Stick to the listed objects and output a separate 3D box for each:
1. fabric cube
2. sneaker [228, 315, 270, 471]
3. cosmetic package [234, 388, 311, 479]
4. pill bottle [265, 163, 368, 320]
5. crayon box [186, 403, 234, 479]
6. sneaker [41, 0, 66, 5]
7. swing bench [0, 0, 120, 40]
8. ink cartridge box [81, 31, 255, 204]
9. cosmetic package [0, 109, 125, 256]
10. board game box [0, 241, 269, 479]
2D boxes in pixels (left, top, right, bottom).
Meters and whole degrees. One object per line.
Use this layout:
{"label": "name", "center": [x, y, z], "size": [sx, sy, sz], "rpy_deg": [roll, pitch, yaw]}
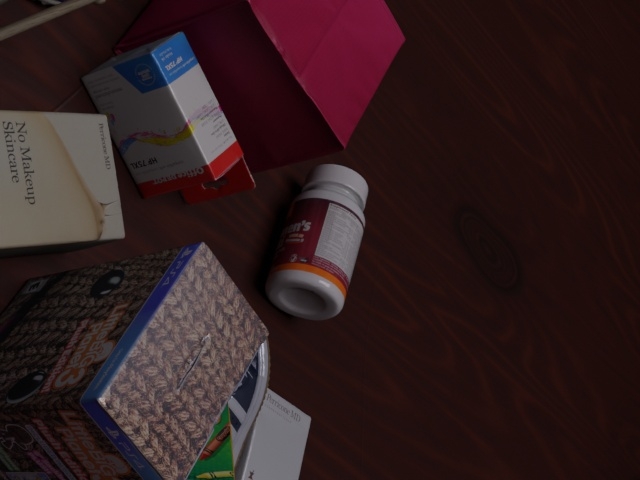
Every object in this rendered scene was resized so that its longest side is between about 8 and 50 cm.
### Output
{"label": "fabric cube", "center": [-0.079, -0.276, 1.664], "size": [0.259, 0.254, 0.258], "rpy_deg": [56, 44, -29]}
{"label": "sneaker", "center": [-0.164, 0.218, 1.488], "size": [0.153, 0.099, 0.282], "rpy_deg": [8, 102, -49]}
{"label": "cosmetic package", "center": [-0.096, 0.325, 1.623], "size": [0.117, 0.085, 0.231], "rpy_deg": [40, 52, -41]}
{"label": "pill bottle", "center": [0.000, 0.000, 1.804], "size": [0.121, 0.121, 0.221], "rpy_deg": [45, 48, -37]}
{"label": "crayon box", "center": [-0.169, 0.332, 1.346], "size": [0.165, 0.081, 0.278], "rpy_deg": [-105, -151, -62]}
{"label": "sneaker", "center": [-0.349, -0.402, 1.424], "size": [0.293, 0.146, 0.102], "rpy_deg": [45, 47, -36]}
{"label": "swing bench", "center": [-0.377, -0.329, 1.261], "size": [0.253, 0.165, 0.255], "rpy_deg": [-26, 107, -14]}
{"label": "ink cartridge box", "center": [-0.197, -0.142, 1.568], "size": [0.078, 0.134, 0.231], "rpy_deg": [-47, 118, -49]}
{"label": "cosmetic package", "center": [-0.376, -0.059, 1.328], "size": [0.309, 0.113, 0.160], "rpy_deg": [-8, 87, -53]}
{"label": "board game box", "center": [-0.244, 0.148, 1.298], "size": [0.141, 0.291, 0.232], "rpy_deg": [56, 41, -27]}
